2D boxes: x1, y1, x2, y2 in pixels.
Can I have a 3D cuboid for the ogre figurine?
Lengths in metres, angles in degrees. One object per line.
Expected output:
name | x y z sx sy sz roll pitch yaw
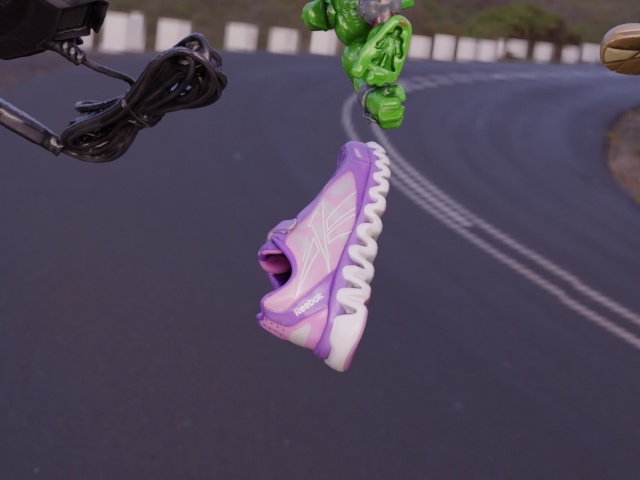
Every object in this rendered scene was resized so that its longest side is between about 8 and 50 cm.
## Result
ogre figurine | 0.039 -0.200 1.108 0.096 0.197 0.118 -29 10 -4

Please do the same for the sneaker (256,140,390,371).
sneaker | 0.000 0.000 1.149 0.104 0.236 0.095 13 -34 -1

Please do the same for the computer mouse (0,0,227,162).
computer mouse | -0.192 -0.138 0.729 0.262 0.060 0.184 27 -29 -23

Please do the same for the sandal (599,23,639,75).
sandal | 0.335 -0.182 1.173 0.180 0.049 0.072 4 -36 -21
